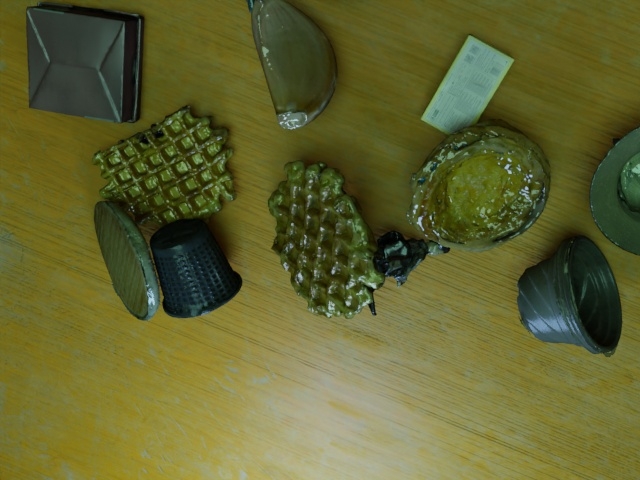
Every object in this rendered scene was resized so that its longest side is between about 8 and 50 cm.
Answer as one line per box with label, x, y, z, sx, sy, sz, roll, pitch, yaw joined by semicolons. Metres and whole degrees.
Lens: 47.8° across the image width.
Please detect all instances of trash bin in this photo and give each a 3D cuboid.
trash bin;-0.264;0.047;1.475;0.176;0.175;0.161;-9;119;13

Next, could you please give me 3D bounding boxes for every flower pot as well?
flower pot;0.468;0.114;1.386;0.141;0.235;0.235;-20;106;38

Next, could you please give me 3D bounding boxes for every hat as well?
hat;0.609;-0.106;1.308;0.257;0.130;0.257;3;109;8

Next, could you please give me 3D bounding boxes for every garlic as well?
garlic;-0.058;-0.331;1.326;0.145;0.164;0.244;-13;102;32

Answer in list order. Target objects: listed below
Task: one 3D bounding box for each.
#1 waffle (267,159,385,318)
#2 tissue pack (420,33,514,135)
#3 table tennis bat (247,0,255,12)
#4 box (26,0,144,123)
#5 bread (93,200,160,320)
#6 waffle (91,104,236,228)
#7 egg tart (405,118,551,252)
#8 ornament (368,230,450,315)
waffle;0.000;0.000;1.401;0.302;0.068;0.324;-24;85;58
tissue pack;0.271;-0.282;1.340;0.095;0.062;0.176;29;112;1
table tennis bat;-0.145;-0.524;1.340;0.124;0.033;0.201;-12;105;16
box;-0.466;-0.351;1.427;0.215;0.086;0.215;10;111;5
bread;-0.401;0.039;1.503;0.267;0.040;0.267;36;137;43
waffle;-0.314;-0.152;1.487;0.310;0.065;0.283;17;114;0
egg tart;0.288;-0.101;1.360;0.291;0.107;0.290;-6;125;-8
ornament;0.174;0.039;1.443;0.196;0.166;0.153;-12;109;-2
